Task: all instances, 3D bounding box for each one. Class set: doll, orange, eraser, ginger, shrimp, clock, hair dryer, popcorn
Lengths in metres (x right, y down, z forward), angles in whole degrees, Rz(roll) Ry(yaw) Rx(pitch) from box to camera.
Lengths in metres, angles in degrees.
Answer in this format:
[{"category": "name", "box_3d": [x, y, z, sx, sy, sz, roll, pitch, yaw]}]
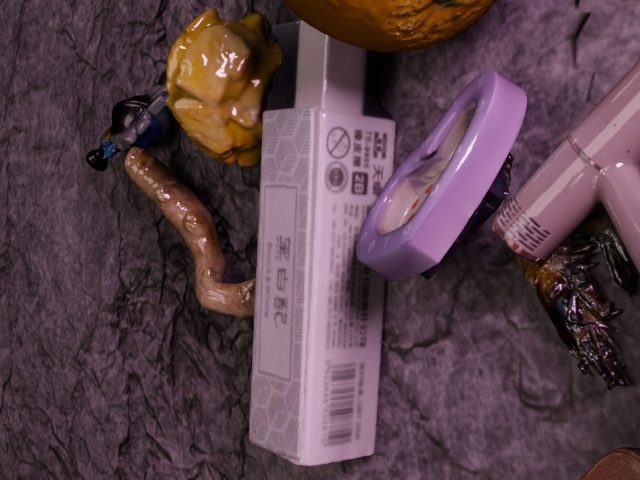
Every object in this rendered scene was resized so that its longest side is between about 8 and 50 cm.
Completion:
[{"category": "doll", "box_3d": [-0.236, -0.145, 1.233, 0.195, 0.070, 0.096, -25, 35, 50]}, {"category": "orange", "box_3d": [0.050, -0.266, 0.789, 0.236, 0.236, 0.236, -3, 86, 50]}, {"category": "eraser", "box_3d": [0.000, 0.000, 0.927, 0.096, 0.098, 0.403, 4, 91, 50]}, {"category": "ginger", "box_3d": [-0.149, -0.013, 1.126, 0.075, 0.089, 0.288, -33, 55, -7]}, {"category": "shrimp", "box_3d": [0.199, 0.033, 0.741, 0.091, 0.034, 0.161, -45, 55, 38]}, {"category": "clock", "box_3d": [0.103, -0.034, 0.797, 0.198, 0.064, 0.172, -51, 13, 35]}, {"category": "hair dryer", "box_3d": [0.239, -0.008, 0.655, 0.195, 0.054, 0.220, -51, 49, 25]}, {"category": "popcorn", "box_3d": [-0.093, -0.159, 1.013, 0.152, 0.167, 0.148, 7, 64, 28]}]

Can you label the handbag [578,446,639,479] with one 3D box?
[{"category": "handbag", "box_3d": [0.247, 0.232, 0.649, 0.193, 0.072, 0.151, 53, 126, 39]}]
